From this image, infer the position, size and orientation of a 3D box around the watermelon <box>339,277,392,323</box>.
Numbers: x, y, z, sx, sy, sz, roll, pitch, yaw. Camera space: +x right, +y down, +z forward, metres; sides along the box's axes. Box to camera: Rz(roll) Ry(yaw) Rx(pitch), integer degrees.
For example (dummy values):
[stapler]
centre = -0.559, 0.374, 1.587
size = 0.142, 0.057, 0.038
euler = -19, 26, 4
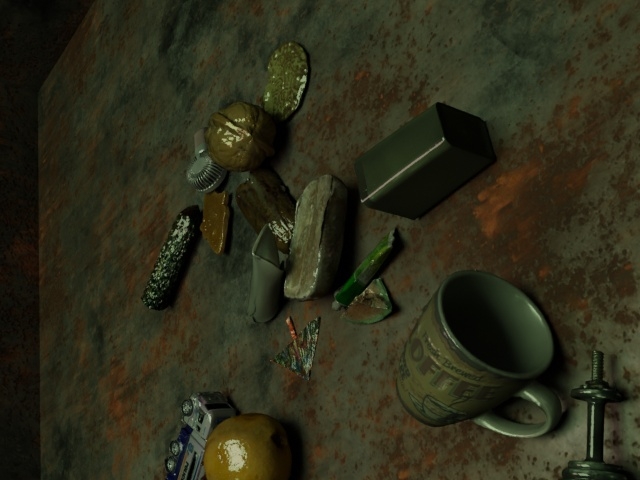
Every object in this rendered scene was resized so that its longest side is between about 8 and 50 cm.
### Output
[watermelon]
centre = 0.096, 0.138, 1.840
size = 0.155, 0.080, 0.101
euler = 121, 160, -53

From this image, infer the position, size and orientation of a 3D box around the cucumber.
[cucumber]
centre = -0.455, 0.049, 2.588
size = 0.096, 0.096, 0.359
euler = 48, 118, 48

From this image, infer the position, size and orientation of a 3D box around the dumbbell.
[dumbbell]
centre = 0.432, 0.301, 1.308
size = 0.110, 0.110, 0.254
euler = -15, 64, 51

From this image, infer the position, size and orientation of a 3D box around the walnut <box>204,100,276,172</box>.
[walnut]
centre = -0.217, -0.282, 2.263
size = 0.245, 0.198, 0.198
euler = -162, 84, -68

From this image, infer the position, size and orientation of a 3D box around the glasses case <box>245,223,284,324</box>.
[glasses case]
centre = -0.134, 0.090, 2.091
size = 0.308, 0.083, 0.128
euler = 102, 177, -55

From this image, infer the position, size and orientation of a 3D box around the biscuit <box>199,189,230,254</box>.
[biscuit]
centre = -0.309, -0.061, 2.463
size = 0.162, 0.035, 0.250
euler = -48, 42, 41

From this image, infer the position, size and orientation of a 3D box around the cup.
[cup]
centre = 0.281, 0.240, 1.477
size = 0.301, 0.227, 0.257
euler = 45, 136, 16

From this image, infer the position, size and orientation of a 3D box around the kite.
[kite]
centre = -0.060, 0.270, 2.059
size = 0.232, 0.009, 0.189
euler = -48, 46, 35

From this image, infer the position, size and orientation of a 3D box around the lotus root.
[lotus root]
centre = -0.150, -0.080, 2.218
size = 0.329, 0.078, 0.167
euler = 49, 122, 48

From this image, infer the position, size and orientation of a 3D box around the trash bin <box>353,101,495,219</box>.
[trash bin]
centre = 0.207, -0.160, 1.677
size = 0.240, 0.164, 0.122
euler = -37, 53, 42

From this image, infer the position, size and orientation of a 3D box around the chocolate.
[chocolate]
centre = 0.000, 0.000, 1.966
size = 0.185, 0.101, 0.303
euler = 164, 115, -67

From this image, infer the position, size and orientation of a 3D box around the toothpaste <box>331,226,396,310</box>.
[toothpaste]
centre = 0.098, 0.072, 1.865
size = 0.248, 0.047, 0.078
euler = -53, 10, 32

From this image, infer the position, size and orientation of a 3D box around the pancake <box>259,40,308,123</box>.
[pancake]
centre = -0.101, -0.432, 2.284
size = 0.212, 0.029, 0.235
euler = 37, 112, 49

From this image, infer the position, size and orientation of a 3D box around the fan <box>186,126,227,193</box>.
[fan]
centre = -0.350, -0.252, 2.537
size = 0.130, 0.074, 0.244
euler = -30, 47, 24

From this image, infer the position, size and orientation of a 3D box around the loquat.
[loquat]
centre = -0.172, 0.528, 1.993
size = 0.238, 0.193, 0.238
euler = -3, 84, 30

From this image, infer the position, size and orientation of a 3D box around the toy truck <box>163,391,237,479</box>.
[toy truck]
centre = -0.312, 0.554, 2.236
size = 0.155, 0.124, 0.267
euler = 30, 108, 45
